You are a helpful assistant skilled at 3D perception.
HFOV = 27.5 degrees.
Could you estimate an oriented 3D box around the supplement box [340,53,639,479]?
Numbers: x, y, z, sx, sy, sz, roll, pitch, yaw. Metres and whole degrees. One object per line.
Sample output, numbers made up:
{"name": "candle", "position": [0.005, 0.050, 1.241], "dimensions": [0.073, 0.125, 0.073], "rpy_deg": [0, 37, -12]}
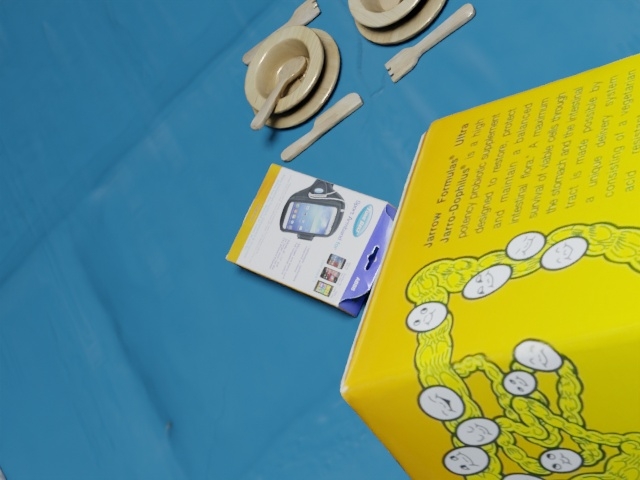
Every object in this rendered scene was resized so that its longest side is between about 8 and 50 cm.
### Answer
{"name": "supplement box", "position": [0.222, 0.027, 0.588], "dimensions": [0.356, 0.194, 0.195], "rpy_deg": [-16, 35, 33]}

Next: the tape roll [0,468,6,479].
{"name": "tape roll", "position": [-0.399, 0.318, 1.071], "dimensions": [0.392, 0.072, 0.392], "rpy_deg": [-18, 59, 33]}

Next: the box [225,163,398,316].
{"name": "box", "position": [0.000, 0.000, 0.934], "dimensions": [0.136, 0.028, 0.081], "rpy_deg": [22, 84, 41]}

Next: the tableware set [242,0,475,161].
{"name": "tableware set", "position": [0.013, -0.161, 0.992], "dimensions": [0.194, 0.039, 0.128], "rpy_deg": [-37, 50, 19]}
